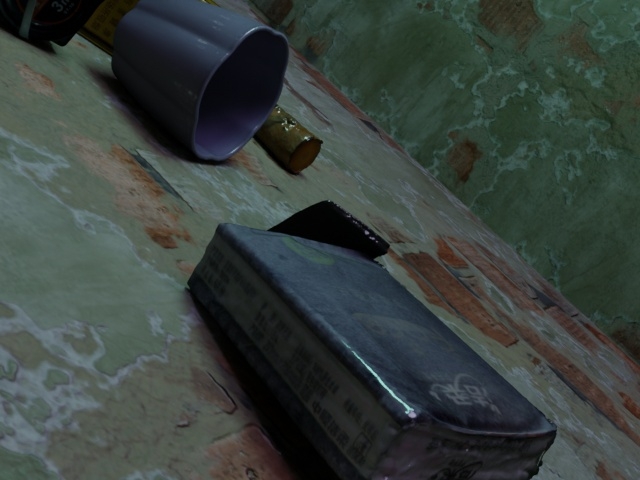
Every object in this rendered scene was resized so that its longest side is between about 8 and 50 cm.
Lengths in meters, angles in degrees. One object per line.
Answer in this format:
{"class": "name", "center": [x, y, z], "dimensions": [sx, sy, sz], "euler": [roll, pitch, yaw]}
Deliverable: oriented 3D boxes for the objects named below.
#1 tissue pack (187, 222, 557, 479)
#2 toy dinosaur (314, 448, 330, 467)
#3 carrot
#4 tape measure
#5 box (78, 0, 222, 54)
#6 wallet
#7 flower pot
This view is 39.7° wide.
{"class": "tissue pack", "center": [0.053, 0.138, 1.059], "dimensions": [0.288, 0.124, 0.394], "euler": [14, 22, -42]}
{"class": "toy dinosaur", "center": [0.140, 0.249, 1.195], "dimensions": [0.301, 0.087, 0.447], "euler": [23, 14, -2]}
{"class": "carrot", "center": [-0.117, -0.255, 1.938], "dimensions": [0.263, 0.102, 0.102], "euler": [40, 15, 22]}
{"class": "tape measure", "center": [-0.446, -0.417, 1.436], "dimensions": [0.181, 0.182, 0.107], "euler": [41, 9, -43]}
{"class": "box", "center": [-0.316, -0.421, 1.718], "dimensions": [0.301, 0.193, 0.084], "euler": [33, 18, -25]}
{"class": "wallet", "center": [0.000, -0.001, 1.334], "dimensions": [0.124, 0.025, 0.244], "euler": [35, -23, -15]}
{"class": "flower pot", "center": [-0.224, -0.306, 1.571], "dimensions": [0.243, 0.265, 0.265], "euler": [32, 12, 21]}
